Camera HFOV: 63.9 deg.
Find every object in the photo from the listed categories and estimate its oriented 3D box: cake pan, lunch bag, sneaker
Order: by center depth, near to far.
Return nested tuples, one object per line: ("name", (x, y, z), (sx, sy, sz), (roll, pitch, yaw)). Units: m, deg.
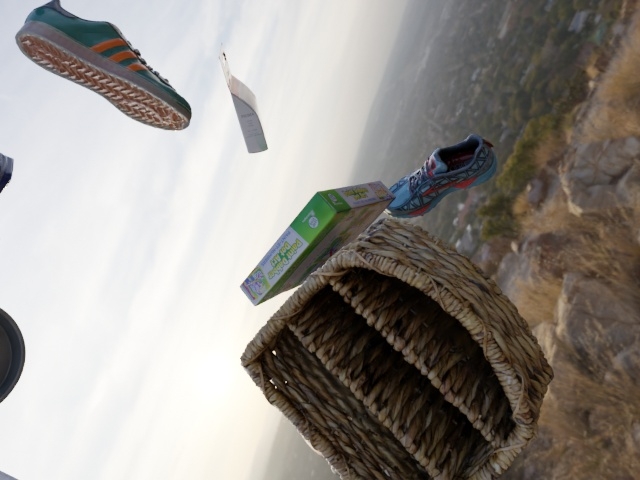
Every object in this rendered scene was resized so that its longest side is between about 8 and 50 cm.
("lunch bag", (-0.572, -0.117, 0.889), (0.067, 0.065, 0.098), (-45, 41, 11))
("sneaker", (-0.355, -0.312, 0.907), (0.108, 0.302, 0.121), (-24, 45, 49))
("sneaker", (0.237, -0.145, 1.086), (0.125, 0.262, 0.104), (44, -160, -56))
("cake pan", (-0.852, 0.276, 1.189), (0.054, 0.293, 0.293), (-21, 43, 46))

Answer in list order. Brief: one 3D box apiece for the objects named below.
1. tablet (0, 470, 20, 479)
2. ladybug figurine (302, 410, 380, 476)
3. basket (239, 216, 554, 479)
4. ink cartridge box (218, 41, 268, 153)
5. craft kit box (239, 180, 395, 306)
("tablet", (-0.322, 0.273, 0.529), (0.006, 0.054, 0.083), (-53, -18, -65))
("ladybug figurine", (0.057, 0.250, 1.039), (0.162, 0.305, 0.449), (-38, 23, 38))
("basket", (0.099, 0.144, 0.602), (0.223, 0.299, 0.213), (-35, -13, -44))
("ink cartridge box", (-0.178, -0.337, 1.198), (0.181, 0.056, 0.225), (-106, 4, -59))
("craft kit box", (0.000, 0.000, 0.961), (0.250, 0.061, 0.246), (-48, -13, 28))
